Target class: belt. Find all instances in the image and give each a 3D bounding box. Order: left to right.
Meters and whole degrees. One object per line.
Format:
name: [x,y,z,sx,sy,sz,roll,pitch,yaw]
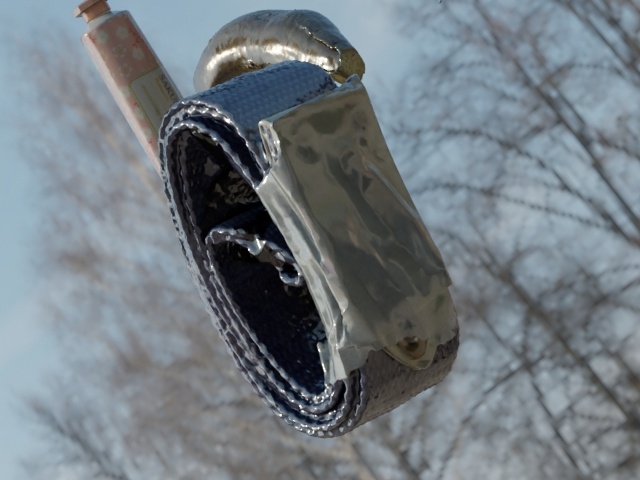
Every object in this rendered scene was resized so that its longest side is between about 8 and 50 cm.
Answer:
belt: [0.000,0.000,1.015,0.126,0.230,0.139,-25,-1,-41]

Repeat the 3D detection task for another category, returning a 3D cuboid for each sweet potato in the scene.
sweet potato: [-0.040,-0.196,1.752,0.085,0.112,0.286,9,-1,-41]

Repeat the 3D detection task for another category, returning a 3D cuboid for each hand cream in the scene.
hand cream: [-0.121,-0.092,1.225,0.043,0.210,0.067,-28,6,47]

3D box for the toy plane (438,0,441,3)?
toy plane: [0.077,-0.189,1.024,0.078,0.024,0.084,-32,-28,-35]
